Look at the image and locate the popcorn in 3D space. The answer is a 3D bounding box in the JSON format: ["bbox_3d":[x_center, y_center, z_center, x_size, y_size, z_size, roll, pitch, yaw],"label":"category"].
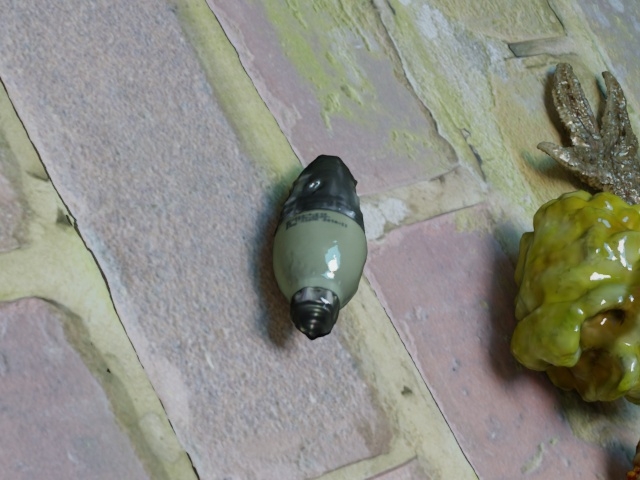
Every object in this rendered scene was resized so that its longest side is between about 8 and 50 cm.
[{"bbox_3d":[0.342,0.077,1.923,0.250,0.235,0.241,17,73,-10],"label":"popcorn"}]

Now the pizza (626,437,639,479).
[{"bbox_3d":[0.364,0.288,1.895,0.199,0.062,0.188,-50,136,-36],"label":"pizza"}]

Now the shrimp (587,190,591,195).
[{"bbox_3d":[0.349,0.010,2.108,0.065,0.056,0.165,9,65,-20],"label":"shrimp"}]

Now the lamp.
[{"bbox_3d":[0.000,0.000,1.756,0.101,0.101,0.250,31,36,-22],"label":"lamp"}]

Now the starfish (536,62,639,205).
[{"bbox_3d":[0.391,-0.098,2.223,0.302,0.060,0.299,46,33,1],"label":"starfish"}]
